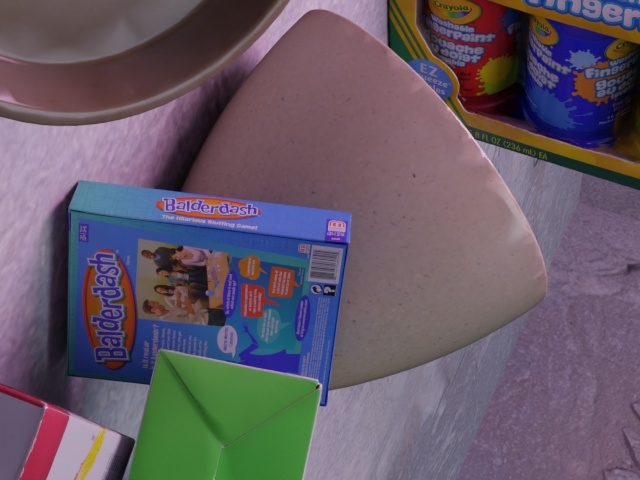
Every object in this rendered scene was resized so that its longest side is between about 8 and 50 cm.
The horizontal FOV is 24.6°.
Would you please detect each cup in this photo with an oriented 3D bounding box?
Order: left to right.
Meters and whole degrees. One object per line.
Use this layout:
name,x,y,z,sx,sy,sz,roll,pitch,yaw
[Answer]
cup,0.000,0.000,1.290,0.237,0.331,0.331,-39,156,-10

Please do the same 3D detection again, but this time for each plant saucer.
plant saucer,-0.109,-0.189,0.750,0.278,0.041,0.278,-21,133,-25

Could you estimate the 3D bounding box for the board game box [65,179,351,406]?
board game box,-0.089,0.043,1.136,0.047,0.210,0.160,-85,-178,-57

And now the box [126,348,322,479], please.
box,-0.088,0.239,1.090,0.231,0.127,0.262,111,-8,-72

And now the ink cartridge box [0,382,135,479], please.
ink cartridge box,-0.223,0.158,0.966,0.176,0.128,0.127,50,59,-71

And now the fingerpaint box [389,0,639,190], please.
fingerpaint box,0.307,-0.254,1.689,0.371,0.445,0.163,87,27,-53
